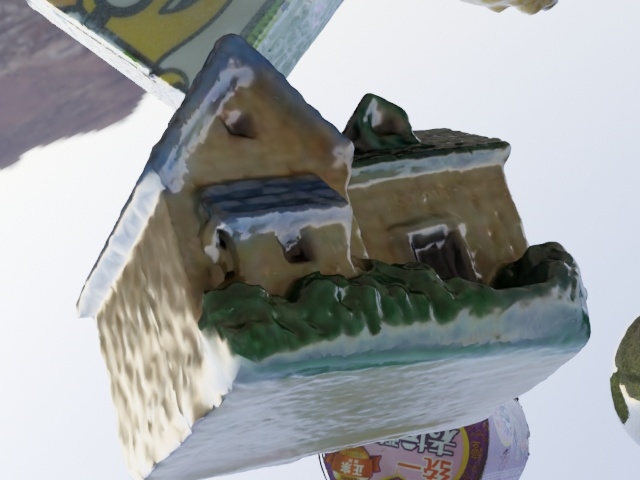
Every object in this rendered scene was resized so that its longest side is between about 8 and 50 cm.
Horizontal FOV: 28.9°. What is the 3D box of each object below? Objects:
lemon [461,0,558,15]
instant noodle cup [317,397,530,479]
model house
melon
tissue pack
[{"bbox_3d":[0.165,-0.339,1.222,0.204,0.260,0.204,-32,-162,11],"label":"lemon"},{"bbox_3d":[0.200,0.337,2.144,0.340,0.340,0.266,-18,162,31],"label":"instant noodle cup"},{"bbox_3d":[0.000,0.000,1.126,0.382,0.342,0.334,-4,155,-26],"label":"model house"},{"bbox_3d":[0.506,0.188,1.668,0.237,0.237,0.301,-21,168,21],"label":"melon"},{"bbox_3d":[-0.155,-0.280,1.359,0.228,0.311,0.128,-53,160,-5],"label":"tissue pack"}]
